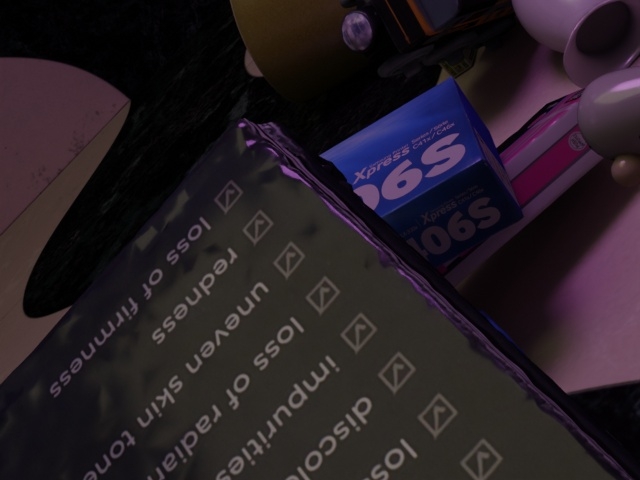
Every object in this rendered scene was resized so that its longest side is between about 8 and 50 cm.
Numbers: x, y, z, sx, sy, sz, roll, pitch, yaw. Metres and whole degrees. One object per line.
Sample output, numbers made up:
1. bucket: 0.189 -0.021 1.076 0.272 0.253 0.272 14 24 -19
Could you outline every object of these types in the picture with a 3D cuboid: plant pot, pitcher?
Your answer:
1. plant pot: 0.056 -0.382 2.030 0.293 0.275 0.275 -17 33 26
2. pitcher: 0.308 -0.273 1.478 0.178 0.125 0.207 -35 32 9

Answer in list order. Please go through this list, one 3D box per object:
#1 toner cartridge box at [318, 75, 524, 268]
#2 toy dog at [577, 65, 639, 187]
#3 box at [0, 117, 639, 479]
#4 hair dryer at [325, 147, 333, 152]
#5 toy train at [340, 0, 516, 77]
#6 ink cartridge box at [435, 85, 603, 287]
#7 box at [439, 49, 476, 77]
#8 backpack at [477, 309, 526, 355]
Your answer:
1. toner cartridge box: 0.000 0.000 1.212 0.348 0.075 0.165 -30 28 12
2. toy dog: 0.344 -0.067 0.965 0.334 0.220 0.161 161 114 -66
3. box: -0.002 0.285 0.600 0.480 0.297 0.472 -47 43 3
4. hair dryer: -0.030 -0.013 1.731 0.223 0.080 0.293 -18 36 55
5. toy train: 0.172 -0.303 1.641 0.334 0.142 0.190 -23 -5 -44
6. ink cartridge box: 0.128 -0.006 1.290 0.371 0.069 0.176 -43 4 -7
7. box: 0.173 -0.324 1.836 0.036 0.114 0.207 -32 25 37
8. backpack: 0.124 0.110 1.167 0.120 0.098 0.101 -19 31 55
